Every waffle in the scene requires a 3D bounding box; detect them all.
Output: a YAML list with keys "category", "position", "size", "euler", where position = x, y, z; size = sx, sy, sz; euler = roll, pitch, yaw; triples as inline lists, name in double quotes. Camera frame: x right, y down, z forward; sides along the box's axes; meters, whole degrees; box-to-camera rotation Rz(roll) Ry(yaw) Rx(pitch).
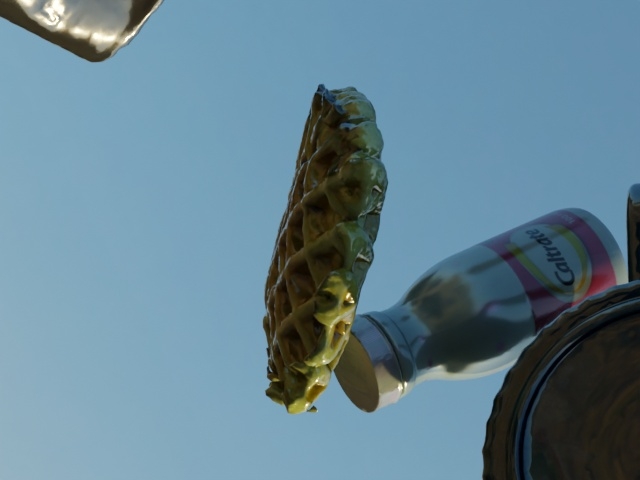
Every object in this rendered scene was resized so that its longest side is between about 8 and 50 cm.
- category: "waffle"
  position: [0.000, 0.000, 1.286]
  size: [0.214, 0.054, 0.207]
  euler: [-99, -161, -66]

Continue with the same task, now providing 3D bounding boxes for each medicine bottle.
- category: "medicine bottle"
  position: [0.112, 0.052, 1.413]
  size: [0.090, 0.217, 0.090]
  euler: [44, -33, 40]

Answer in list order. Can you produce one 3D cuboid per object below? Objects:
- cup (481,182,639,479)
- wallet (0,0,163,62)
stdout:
- category: "cup"
  position: [0.247, 0.152, 1.229]
  size: [0.242, 0.308, 0.292]
  euler: [25, -15, 25]
- category: "wallet"
  position: [-0.267, -0.302, 1.627]
  size: [0.228, 0.406, 0.062]
  euler: [-49, -132, 17]
